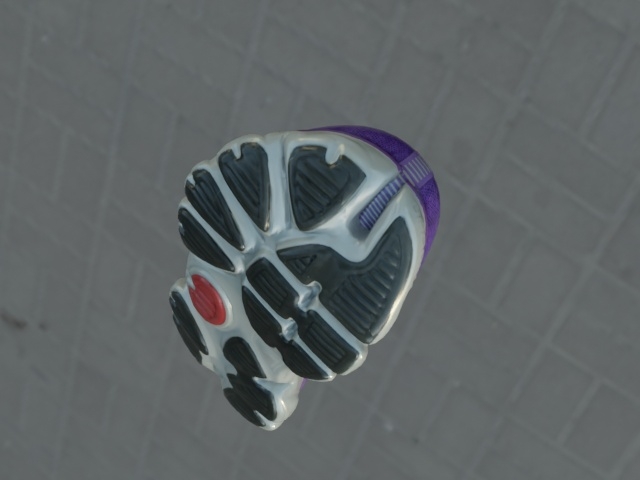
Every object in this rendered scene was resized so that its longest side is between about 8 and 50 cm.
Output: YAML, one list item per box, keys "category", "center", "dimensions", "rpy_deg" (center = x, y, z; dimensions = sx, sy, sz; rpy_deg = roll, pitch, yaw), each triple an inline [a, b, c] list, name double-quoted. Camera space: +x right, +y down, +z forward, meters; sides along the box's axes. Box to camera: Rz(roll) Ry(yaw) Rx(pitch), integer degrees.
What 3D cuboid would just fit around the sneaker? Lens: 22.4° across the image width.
- category: "sneaker"
  center: [0.000, 0.000, 0.469]
  dimensions: [0.068, 0.071, 0.170]
  rpy_deg: [49, 160, 3]
